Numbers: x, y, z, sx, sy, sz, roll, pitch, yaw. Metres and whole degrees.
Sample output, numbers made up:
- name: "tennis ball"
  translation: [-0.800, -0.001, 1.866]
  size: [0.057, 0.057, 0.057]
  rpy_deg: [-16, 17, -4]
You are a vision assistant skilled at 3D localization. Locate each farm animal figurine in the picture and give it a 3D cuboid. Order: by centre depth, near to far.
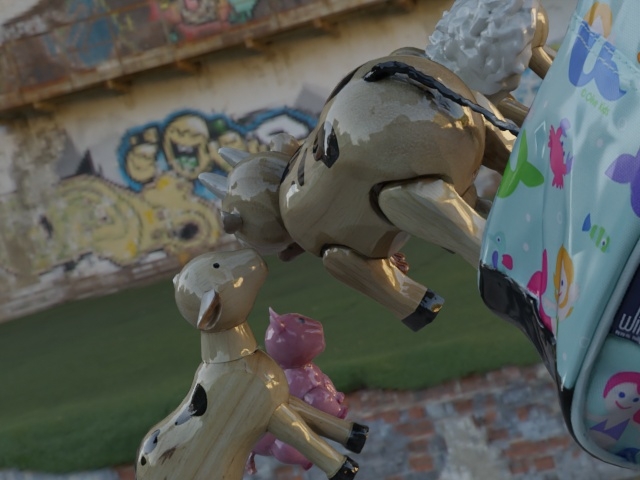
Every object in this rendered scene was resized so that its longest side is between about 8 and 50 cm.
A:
- name: "farm animal figurine"
  translation: [0.000, 0.000, 0.660]
  size: [0.326, 0.172, 0.330]
  rpy_deg: [-50, 11, 41]

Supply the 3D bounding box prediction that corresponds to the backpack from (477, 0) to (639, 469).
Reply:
- name: "backpack"
  translation: [0.189, -0.038, 0.331]
  size: [0.225, 0.253, 0.191]
  rpy_deg: [6, 23, -18]
